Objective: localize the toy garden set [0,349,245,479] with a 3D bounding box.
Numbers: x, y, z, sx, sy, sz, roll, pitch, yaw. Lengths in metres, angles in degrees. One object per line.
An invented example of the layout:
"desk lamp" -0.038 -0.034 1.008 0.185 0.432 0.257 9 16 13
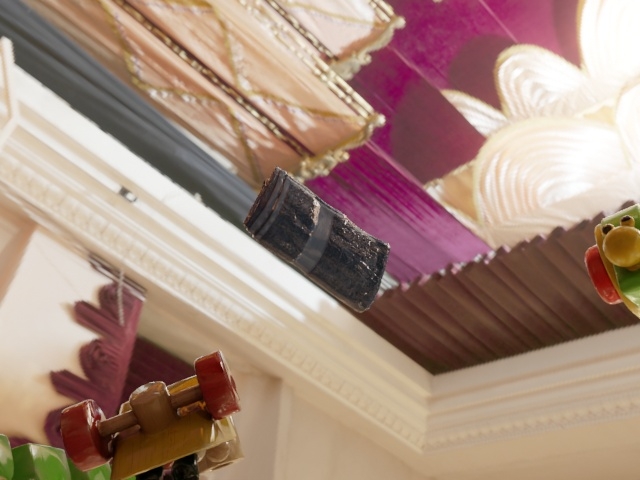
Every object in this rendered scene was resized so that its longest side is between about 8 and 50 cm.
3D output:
"toy garden set" -0.123 0.131 0.384 0.204 0.244 0.049 -20 -110 -4

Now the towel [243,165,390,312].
"towel" 0.000 0.000 0.588 0.029 0.119 0.067 -35 -155 42

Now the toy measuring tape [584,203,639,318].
"toy measuring tape" 0.388 0.037 0.880 0.121 0.330 0.121 -16 -117 34
